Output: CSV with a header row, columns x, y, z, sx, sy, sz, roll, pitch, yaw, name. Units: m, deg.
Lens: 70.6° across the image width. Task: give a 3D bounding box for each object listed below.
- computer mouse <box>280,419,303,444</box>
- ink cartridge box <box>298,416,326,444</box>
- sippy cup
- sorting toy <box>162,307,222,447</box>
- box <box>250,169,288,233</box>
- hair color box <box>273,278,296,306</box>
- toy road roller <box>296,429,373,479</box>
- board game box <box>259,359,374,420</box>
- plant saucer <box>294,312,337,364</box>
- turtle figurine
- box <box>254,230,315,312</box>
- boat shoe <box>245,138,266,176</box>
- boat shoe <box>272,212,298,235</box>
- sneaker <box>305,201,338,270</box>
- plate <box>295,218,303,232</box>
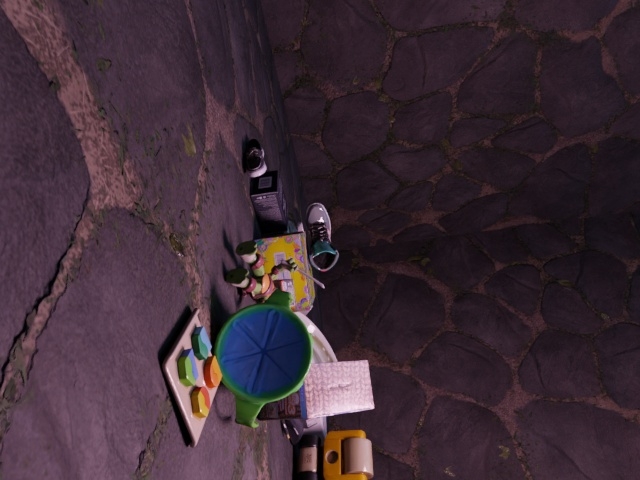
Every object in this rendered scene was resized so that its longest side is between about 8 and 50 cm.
x,y,z,sx,sy,sz,roll,pitch,yaw,name
-0.107,0.729,1.796,0.184,0.060,0.261,-89,170,-70,computer mouse
-0.056,0.723,2.026,0.223,0.129,0.307,-88,170,-64,ink cartridge box
-0.141,0.296,1.160,0.240,0.306,0.224,49,-16,13,sippy cup
-0.245,0.267,0.906,0.193,0.038,0.208,-87,169,-70,sorting toy
-0.200,-0.152,1.813,0.153,0.108,0.207,-94,175,-48,box
-0.155,0.182,1.548,0.167,0.053,0.093,-10,-93,50,hair color box
0.062,0.928,1.859,0.202,0.330,0.240,-88,163,-44,toy road roller
-0.024,0.459,1.376,0.291,0.232,0.141,-31,-121,50,board game box
-0.069,0.475,1.897,0.400,0.101,0.400,49,14,-17,plant saucer
-0.136,0.128,1.336,0.275,0.198,0.266,37,-9,39,turtle figurine
-0.131,0.118,1.789,0.279,0.177,0.289,-42,124,-85,box
-0.249,-0.318,1.701,0.228,0.080,0.076,-94,168,-54,boat shoe
-0.134,0.027,2.052,0.117,0.123,0.324,-18,106,-42,boat shoe
0.000,0.000,1.856,0.178,0.124,0.295,-119,-160,-71,sneaker
-0.132,0.020,2.395,0.278,0.045,0.277,-150,-131,-68,plate
